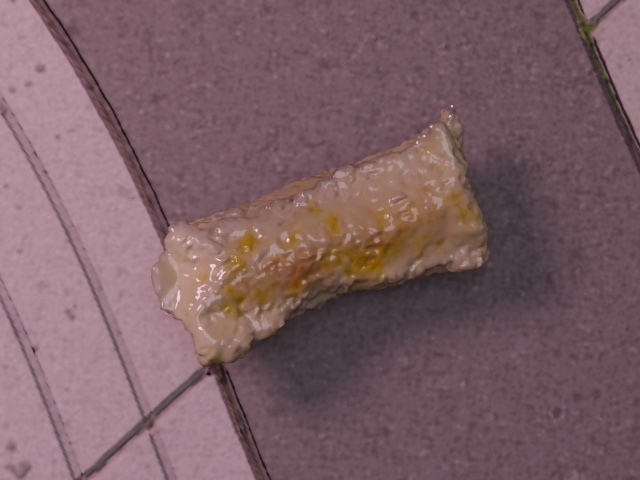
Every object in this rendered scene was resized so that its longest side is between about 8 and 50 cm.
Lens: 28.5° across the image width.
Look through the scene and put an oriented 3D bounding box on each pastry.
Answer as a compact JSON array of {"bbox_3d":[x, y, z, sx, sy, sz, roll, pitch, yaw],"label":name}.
[{"bbox_3d":[0.004,0.005,0.925,0.258,0.089,0.121,-24,82,-9],"label":"pastry"}]
